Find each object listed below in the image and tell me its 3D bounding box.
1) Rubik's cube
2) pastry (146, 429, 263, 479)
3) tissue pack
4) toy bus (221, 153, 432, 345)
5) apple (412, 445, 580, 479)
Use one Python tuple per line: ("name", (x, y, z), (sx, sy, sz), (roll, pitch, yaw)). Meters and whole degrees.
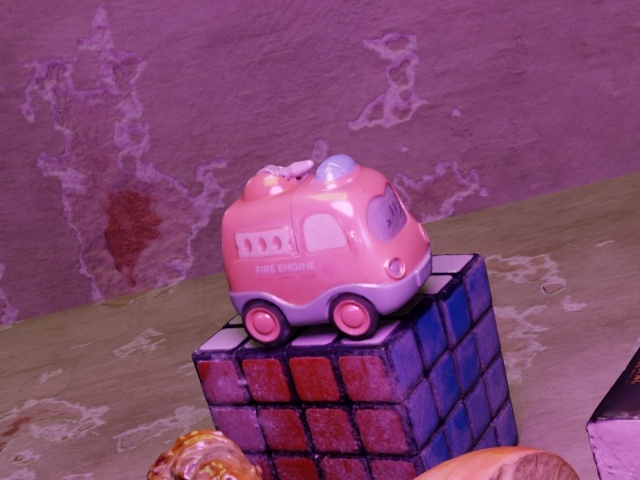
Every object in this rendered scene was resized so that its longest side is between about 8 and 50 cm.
("Rubik's cube", (0.067, 0.236, 1.724), (0.343, 0.345, 0.337), (-3, 21, 31))
("pastry", (-0.171, 0.398, 1.557), (0.162, 0.255, 0.311), (24, 0, -31))
("tissue pack", (0.530, 0.231, 1.571), (0.210, 0.198, 0.370), (1, 23, 36))
("toy bus", (0.000, 0.000, 1.563), (0.287, 0.232, 0.194), (-8, 17, 28))
("apple", (0.169, 0.379, 1.319), (0.252, 0.314, 0.309), (26, 59, 3))
